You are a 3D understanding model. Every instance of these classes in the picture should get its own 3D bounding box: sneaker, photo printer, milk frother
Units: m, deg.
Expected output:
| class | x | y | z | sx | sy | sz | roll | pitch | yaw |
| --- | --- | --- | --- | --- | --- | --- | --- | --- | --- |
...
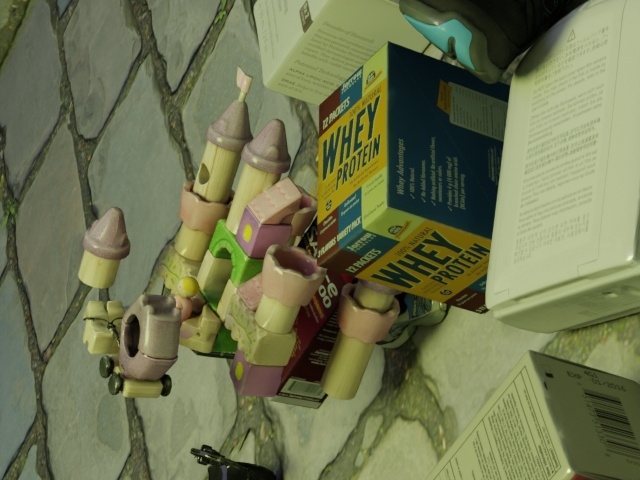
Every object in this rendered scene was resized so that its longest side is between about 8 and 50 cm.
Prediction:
| class | x | y | z | sx | sy | sz | roll | pitch | yaw |
| --- | --- | --- | --- | --- | --- | --- | --- | --- | --- |
| sneaker | 0.082 | 0.077 | 2.012 | 0.135 | 0.058 | 0.052 | -38 | 42 | 51 |
| photo printer | 0.265 | -0.085 | 1.686 | 0.256 | 0.107 | 0.307 | -25 | 52 | 59 |
| sneaker | 0.177 | -0.251 | 1.808 | 0.139 | 0.125 | 0.341 | -49 | -2 | 22 |
| milk frother | -0.112 | 0.322 | 2.152 | 0.129 | 0.143 | 0.134 | -26 | 50 | 48 |

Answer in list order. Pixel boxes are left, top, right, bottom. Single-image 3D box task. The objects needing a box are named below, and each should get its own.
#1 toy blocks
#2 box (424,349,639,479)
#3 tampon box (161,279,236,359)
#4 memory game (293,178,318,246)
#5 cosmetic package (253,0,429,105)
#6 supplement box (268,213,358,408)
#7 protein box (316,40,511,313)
| class | x | y | z | sx | sy | sz | roll | pitch | yaw |
| --- | --- | --- | --- | --- | --- | --- | --- | --- | --- |
| toy blocks | -0.088 | -0.009 | 1.948 | 0.288 | 0.309 | 0.260 | 52 | 130 | 48 |
| box | 0.190 | 0.236 | 1.620 | 0.232 | 0.127 | 0.148 | -56 | 31 | 32 |
| tampon box | -0.121 | 0.081 | 2.329 | 0.161 | 0.120 | 0.101 | -147 | 67 | -64 |
| memory game | 0.000 | 0.000 | 2.274 | 0.186 | 0.012 | 0.186 | -41 | 41 | 48 |
| cosmetic package | 0.032 | -0.272 | 2.213 | 0.183 | 0.151 | 0.151 | -52 | 34 | 37 |
| supplement box | 0.008 | 0.067 | 2.138 | 0.239 | 0.073 | 0.130 | -56 | 36 | 30 |
| protein box | 0.116 | -0.061 | 1.859 | 0.136 | 0.201 | 0.200 | -40 | 41 | 49 |
